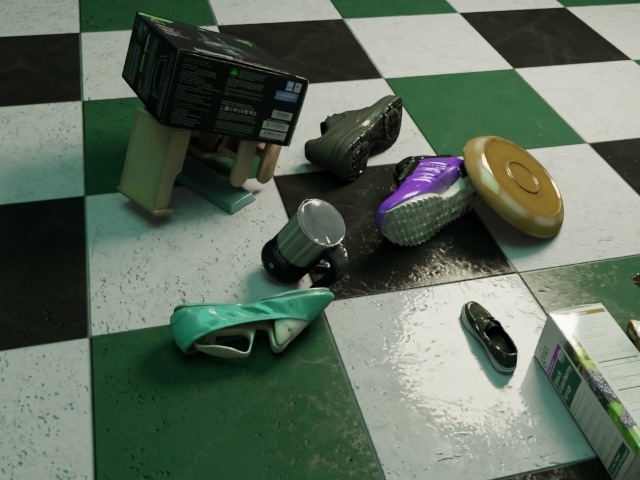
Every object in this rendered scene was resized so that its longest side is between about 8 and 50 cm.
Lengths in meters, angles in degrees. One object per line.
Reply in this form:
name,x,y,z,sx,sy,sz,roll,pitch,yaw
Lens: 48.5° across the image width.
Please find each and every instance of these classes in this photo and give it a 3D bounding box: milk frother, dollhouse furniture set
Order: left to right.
dollhouse furniture set,-0.232,-0.151,1.313,0.212,0.161,0.242,31,24,28
milk frother,0.000,0.000,1.148,0.129,0.135,0.143,42,48,-5

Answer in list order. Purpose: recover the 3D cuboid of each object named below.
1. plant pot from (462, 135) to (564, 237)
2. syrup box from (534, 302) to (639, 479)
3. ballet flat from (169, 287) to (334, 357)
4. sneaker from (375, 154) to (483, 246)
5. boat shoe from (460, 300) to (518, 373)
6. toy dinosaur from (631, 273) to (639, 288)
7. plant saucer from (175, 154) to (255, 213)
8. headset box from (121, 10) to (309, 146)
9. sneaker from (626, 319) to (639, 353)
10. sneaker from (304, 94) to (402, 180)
plant pot,0.365,-0.109,1.309,0.236,0.032,0.236,23,42,-23
syrup box,0.397,0.205,0.977,0.096,0.093,0.237,-8,42,-14
ballet flat,-0.095,0.128,1.047,0.247,0.083,0.087,-6,66,-12
sneaker,0.176,-0.089,1.303,0.293,0.102,0.146,-24,47,-39
boat shoe,0.261,0.138,1.084,0.049,0.040,0.142,-10,43,-16
toy dinosaur,0.529,0.155,0.981,0.127,0.296,0.201,-17,58,16
plant saucer,-0.213,-0.111,1.350,0.192,0.018,0.067,30,46,28
headset box,-0.199,-0.294,1.281,0.246,0.131,0.283,6,25,-32
sneaker,0.502,0.154,1.095,0.036,0.032,0.083,5,41,1
sneaker,0.073,-0.231,1.457,0.130,0.109,0.286,21,41,27
